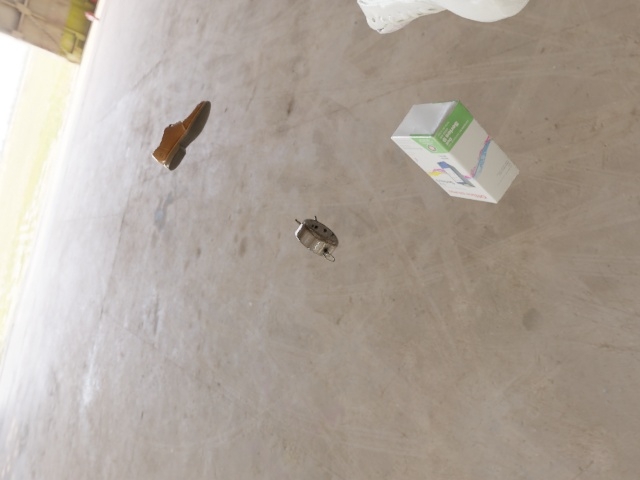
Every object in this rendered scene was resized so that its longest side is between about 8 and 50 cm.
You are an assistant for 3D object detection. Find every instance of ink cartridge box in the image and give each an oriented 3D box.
[{"bbox_3d":[0.274,-0.178,0.906,0.093,0.212,0.154,-56,25,-2],"label":"ink cartridge box"}]

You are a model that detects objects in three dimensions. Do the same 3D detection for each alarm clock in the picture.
[{"bbox_3d":[0.000,0.000,1.310,0.064,0.129,0.192,-52,40,21],"label":"alarm clock"}]

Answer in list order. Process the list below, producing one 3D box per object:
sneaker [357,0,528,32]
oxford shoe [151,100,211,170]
[{"bbox_3d":[0.114,-0.290,0.484,0.152,0.114,0.305,83,162,-49],"label":"sneaker"},{"bbox_3d":[-0.362,-0.289,1.153,0.212,0.076,0.076,-57,-5,-12],"label":"oxford shoe"}]
